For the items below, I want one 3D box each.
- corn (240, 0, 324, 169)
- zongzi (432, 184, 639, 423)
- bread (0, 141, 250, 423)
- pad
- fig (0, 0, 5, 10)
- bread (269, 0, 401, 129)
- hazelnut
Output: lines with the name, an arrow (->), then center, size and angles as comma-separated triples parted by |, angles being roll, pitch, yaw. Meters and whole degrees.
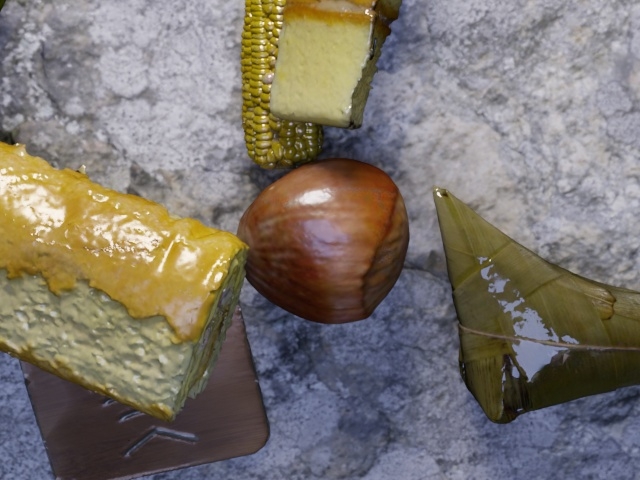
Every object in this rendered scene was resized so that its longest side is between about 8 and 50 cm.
corn -> -0.042, -0.222, 1.838 | 0.101, 0.101, 0.292 | 1, 107, -4
zongzi -> 0.291, 0.049, 1.928 | 0.273, 0.145, 0.300 | -13, 102, -3
bread -> -0.286, 0.032, 1.835 | 0.375, 0.165, 0.237 | 21, 113, 9
pad -> -0.226, 0.166, 1.992 | 0.286, 0.018, 0.284 | -12, 109, 0
fig -> -0.474, -0.284, 1.702 | 0.316, 0.316, 0.316 | -1, 108, -3
bread -> 0.030, -0.255, 1.768 | 0.141, 0.178, 0.266 | 9, 93, -7
hazelnut -> 0.000, 0.000, 1.866 | 0.214, 0.176, 0.214 | -5, 128, -6
